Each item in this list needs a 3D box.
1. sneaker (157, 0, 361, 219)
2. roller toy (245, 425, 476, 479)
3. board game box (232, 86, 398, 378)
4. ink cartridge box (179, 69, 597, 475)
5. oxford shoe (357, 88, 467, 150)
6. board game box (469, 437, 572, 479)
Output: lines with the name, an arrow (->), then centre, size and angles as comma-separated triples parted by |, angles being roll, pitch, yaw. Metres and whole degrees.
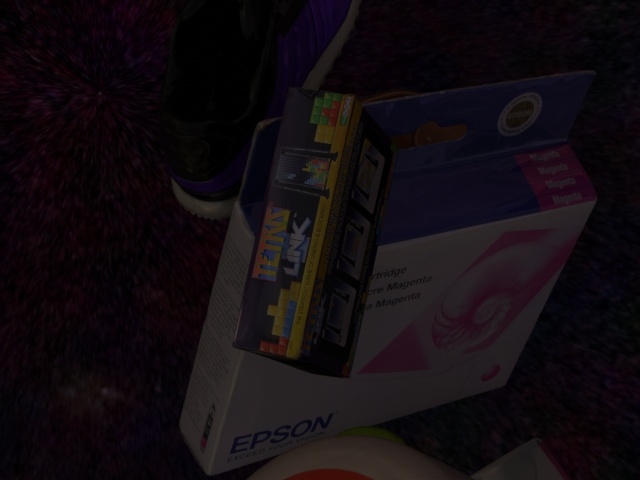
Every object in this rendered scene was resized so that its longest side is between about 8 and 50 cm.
sneaker -> -0.047, -0.172, 1.086 | 0.102, 0.146, 0.293 | 12, 68, 17
roller toy -> 0.030, 0.213, 0.798 | 0.146, 0.209, 0.191 | 35, 83, -52
board game box -> 0.000, 0.000, 0.937 | 0.048, 0.141, 0.170 | 10, 82, 17
ink cartridge box -> 0.065, 0.029, 1.150 | 0.324, 0.071, 0.330 | -12, 139, -30
oxford shoe -> 0.097, -0.098, 1.372 | 0.212, 0.076, 0.076 | -5, 131, -30
board game box -> 0.149, 0.336, 1.219 | 0.097, 0.303, 0.224 | -24, 72, -38
